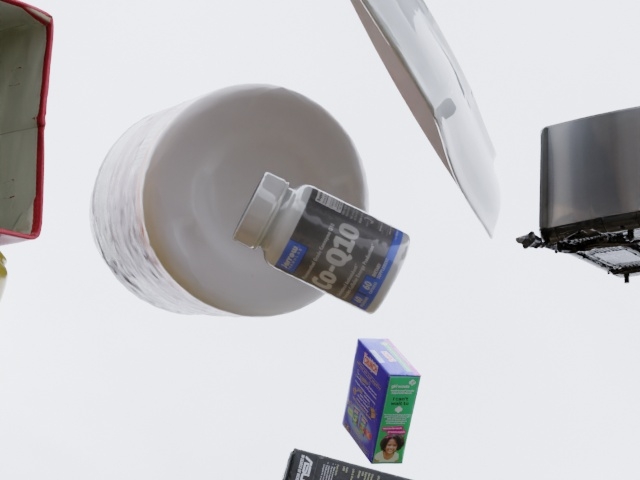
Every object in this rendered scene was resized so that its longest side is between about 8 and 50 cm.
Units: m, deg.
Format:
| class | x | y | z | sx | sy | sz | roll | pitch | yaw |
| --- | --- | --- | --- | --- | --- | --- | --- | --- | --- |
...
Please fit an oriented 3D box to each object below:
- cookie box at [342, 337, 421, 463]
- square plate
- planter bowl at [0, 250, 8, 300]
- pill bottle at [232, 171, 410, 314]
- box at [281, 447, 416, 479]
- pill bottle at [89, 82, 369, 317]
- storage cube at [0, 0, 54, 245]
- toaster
| class | x | y | z | sx | sy | sz | roll | pitch | yaw |
| --- | --- | --- | --- | --- | --- | --- | --- | --- | --- |
| cookie box | 0.064 | 0.171 | 1.972 | 0.092 | 0.040 | 0.107 | -131 | -134 | -58 |
| square plate | 0.063 | -0.196 | 1.626 | 0.344 | 0.049 | 0.347 | 61 | 3 | 21 |
| planter bowl | -0.338 | 0.013 | 1.606 | 0.217 | 0.090 | 0.217 | 43 | -11 | 11 |
| pill bottle | 0.000 | 0.000 | 1.560 | 0.137 | 0.078 | 0.078 | 26 | -37 | -5 |
| box | 0.027 | 0.240 | 1.156 | 0.147 | 0.180 | 0.077 | 14 | -28 | 0 |
| pill bottle | -0.113 | -0.033 | 1.898 | 0.224 | 0.224 | 0.392 | 51 | -14 | -10 |
| storage cube | -0.338 | -0.093 | 1.383 | 0.193 | 0.215 | 0.183 | -9 | -106 | 42 |
| toaster | 0.280 | -0.039 | 1.555 | 0.168 | 0.110 | 0.186 | -11 | -18 | 33 |
